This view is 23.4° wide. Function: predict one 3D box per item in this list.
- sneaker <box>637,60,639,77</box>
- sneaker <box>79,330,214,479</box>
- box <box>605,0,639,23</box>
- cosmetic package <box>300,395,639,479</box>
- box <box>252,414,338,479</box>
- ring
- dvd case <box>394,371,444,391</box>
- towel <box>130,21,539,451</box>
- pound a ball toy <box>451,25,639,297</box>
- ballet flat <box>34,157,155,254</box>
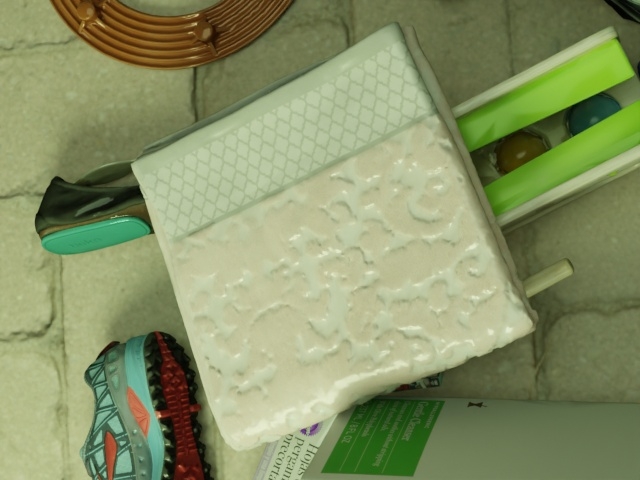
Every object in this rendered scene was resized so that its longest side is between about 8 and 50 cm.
[{"bbox_3d":[0.372,-0.144,1.507,0.135,0.052,0.058,35,83,9],"label":"sneaker"},{"bbox_3d":[-0.184,0.231,1.593,0.125,0.104,0.262,-14,75,30],"label":"sneaker"},{"bbox_3d":[0.349,-0.344,1.225,0.480,0.472,0.297,33,95,49],"label":"box"},{"bbox_3d":[0.186,0.249,1.411,0.365,0.197,0.155,-1,108,14],"label":"cosmetic package"},{"bbox_3d":[-0.053,0.311,1.547,0.063,0.067,0.324,22,88,26],"label":"box"},{"bbox_3d":[-0.160,-0.352,1.677,0.336,0.032,0.336,-2,84,14],"label":"ring"},{"bbox_3d":[0.065,0.129,1.533,0.119,0.087,0.013,-10,108,13],"label":"dvd case"},{"bbox_3d":[0.000,0.000,1.459,0.332,0.053,0.317,-25,81,24],"label":"towel"},{"bbox_3d":[0.188,-0.037,1.497,0.319,0.136,0.208,-28,83,12],"label":"pound a ball toy"},{"bbox_3d":[-0.168,-0.046,1.613,0.280,0.095,0.096,-3,68,14],"label":"ballet flat"}]
